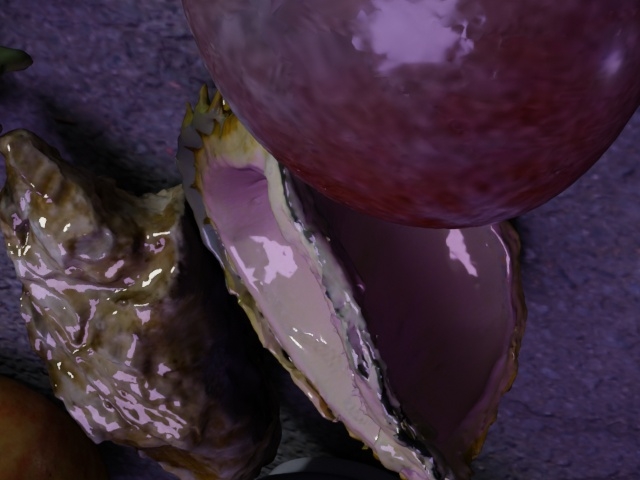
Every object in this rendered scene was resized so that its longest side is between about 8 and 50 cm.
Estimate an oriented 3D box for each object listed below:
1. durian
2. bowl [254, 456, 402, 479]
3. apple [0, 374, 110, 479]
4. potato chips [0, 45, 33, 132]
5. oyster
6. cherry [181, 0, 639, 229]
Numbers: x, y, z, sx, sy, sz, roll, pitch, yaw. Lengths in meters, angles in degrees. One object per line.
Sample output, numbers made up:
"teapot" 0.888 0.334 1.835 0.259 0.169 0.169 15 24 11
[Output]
"durian" -0.001 0.009 0.974 0.195 0.185 0.305 -5 126 46
"bowl" 0.006 0.276 1.260 0.345 0.157 0.345 11 143 8
"apple" -0.308 0.245 1.295 0.264 0.264 0.264 12 140 10
"potato chips" -0.356 -0.165 0.893 0.389 0.097 0.373 34 171 -9
"oyster" -0.107 0.059 1.089 0.110 0.166 0.341 -1 122 33
"cherry" 0.046 -0.130 0.731 0.236 0.213 0.285 33 139 33
